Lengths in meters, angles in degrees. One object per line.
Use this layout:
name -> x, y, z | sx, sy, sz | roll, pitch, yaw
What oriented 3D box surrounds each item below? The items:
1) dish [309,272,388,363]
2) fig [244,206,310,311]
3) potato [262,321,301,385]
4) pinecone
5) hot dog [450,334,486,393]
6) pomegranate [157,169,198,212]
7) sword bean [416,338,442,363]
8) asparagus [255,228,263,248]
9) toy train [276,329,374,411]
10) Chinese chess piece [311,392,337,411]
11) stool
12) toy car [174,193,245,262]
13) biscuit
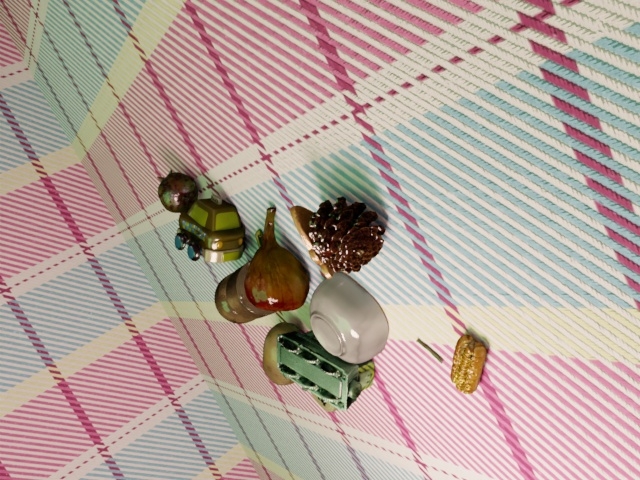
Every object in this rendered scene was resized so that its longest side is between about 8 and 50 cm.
dish -> 0.057, 0.222, 1.536 | 0.256, 0.117, 0.256 | 37, 145, 32
fig -> -0.123, 0.064, 1.678 | 0.190, 0.190, 0.291 | 155, 120, -62
potato -> -0.118, 0.389, 1.931 | 0.165, 0.164, 0.263 | 34, 137, 37
pinecone -> 0.048, -0.023, 1.285 | 0.165, 0.162, 0.163 | 49, 154, 45
hot dog -> 0.317, 0.271, 1.247 | 0.071, 0.045, 0.165 | 35, 143, 33
pomegranate -> -0.500, -0.179, 2.022 | 0.149, 0.148, 0.169 | 89, 164, -44
sword bean -> 0.259, 0.262, 1.366 | 0.083, 0.012, 0.012 | 40, 147, 31
asparagus -> -0.184, 0.015, 1.812 | 0.025, 0.021, 0.108 | 25, 138, 44
toy train -> 0.016, 0.356, 1.674 | 0.330, 0.178, 0.139 | 20, 114, 43
Chinese chess piece -> 0.018, 0.507, 1.938 | 0.144, 0.058, 0.144 | 38, 145, 33
stool -> -0.225, 0.168, 1.863 | 0.179, 0.179, 0.264 | 58, 151, -1
toy car -> -0.354, -0.053, 1.884 | 0.247, 0.204, 0.198 | 29, 117, 40
biscuit -> 0.000, 0.000, 1.374 | 0.035, 0.163, 0.250 | -21, 132, 24
